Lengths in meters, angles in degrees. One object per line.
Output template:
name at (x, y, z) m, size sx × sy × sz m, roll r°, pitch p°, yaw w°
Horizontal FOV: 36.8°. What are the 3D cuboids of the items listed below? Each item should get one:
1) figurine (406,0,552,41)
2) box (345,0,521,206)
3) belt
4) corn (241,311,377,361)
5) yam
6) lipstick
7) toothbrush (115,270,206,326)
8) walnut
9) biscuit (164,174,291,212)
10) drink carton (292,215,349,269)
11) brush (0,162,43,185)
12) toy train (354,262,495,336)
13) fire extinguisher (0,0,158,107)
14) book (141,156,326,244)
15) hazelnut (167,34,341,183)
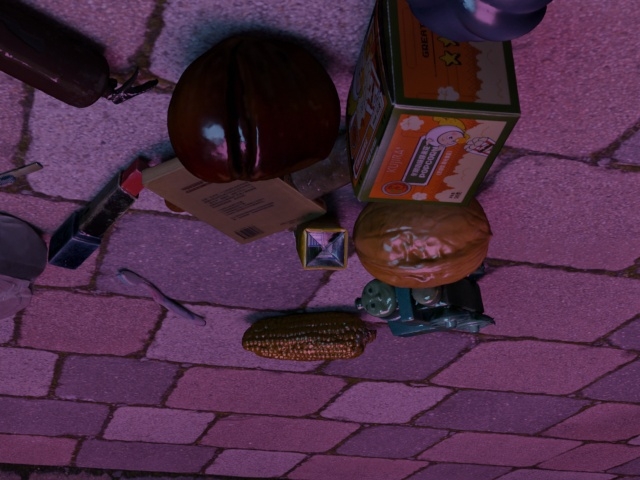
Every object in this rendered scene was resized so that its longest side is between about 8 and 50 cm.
figurine at (0.161, -0.276, 0.810) m, size 0.197 × 0.265 × 0.175 m, roll 29°, pitch 135°, yaw -1°
box at (0.116, -0.162, 1.074) m, size 0.148 × 0.178 × 0.195 m, roll 4°, pitch 153°, yaw -9°
belt at (-0.594, 0.046, 1.524) m, size 0.323 × 0.115 × 0.227 m, roll -10°, pitch 153°, yaw 15°
corn at (-0.021, 0.188, 1.854) m, size 0.261 × 0.097 × 0.097 m, roll -3°, pitch 153°, yaw 6°
yam at (0.037, -0.112, 1.295) m, size 0.169 × 0.068 × 0.068 m, roll -21°, pitch 147°, yaw 36°
lipstick at (-0.325, -0.041, 1.438) m, size 0.051 × 0.051 × 0.312 m, roll 19°, pitch 145°, yaw -30°
toothbrush at (-0.287, 0.110, 1.768) m, size 0.027 × 0.021 × 0.269 m, roll -1°, pitch 156°, yaw 28°
walnut at (0.150, -0.007, 1.416) m, size 0.206 × 0.159 × 0.159 m, roll -2°, pitch 154°, yaw 13°
biscuit at (-0.128, -0.080, 1.387) m, size 0.204 × 0.031 × 0.138 m, roll -2°, pitch 154°, yaw 1°
drink carton at (0.000, 0.000, 1.477) m, size 0.084 × 0.075 × 0.200 m, roll -2°, pitch -172°, yaw -5°
brush at (-0.431, -0.094, 1.368) m, size 0.083 × 0.013 × 0.016 m, roll -16°, pitch 148°, yaw 23°
toy train at (0.174, 0.102, 1.614) m, size 0.194 × 0.120 × 0.298 m, roll -13°, pitch 167°, yaw 21°
fire extinguisher at (-0.311, -0.213, 1.074) m, size 0.089 × 0.072 × 0.267 m, roll -35°, pitch 140°, yaw 29°
book at (-0.118, -0.066, 1.355) m, size 0.161 × 0.026 × 0.231 m, roll -19°, pitch 150°, yaw 27°
hazelnut at (-0.077, -0.152, 1.123) m, size 0.203 × 0.178 × 0.178 m, roll -5°, pitch 153°, yaw -5°
